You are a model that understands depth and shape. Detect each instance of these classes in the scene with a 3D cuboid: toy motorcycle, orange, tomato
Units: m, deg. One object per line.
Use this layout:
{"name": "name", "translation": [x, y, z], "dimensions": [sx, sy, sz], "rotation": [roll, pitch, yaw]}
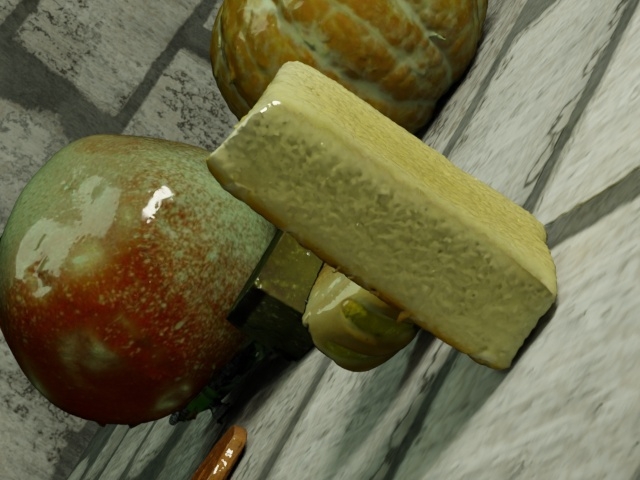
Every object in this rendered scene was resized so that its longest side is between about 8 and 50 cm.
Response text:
{"name": "toy motorcycle", "translation": [-0.109, 0.142, 1.578], "dimensions": [0.106, 0.074, 0.190], "rotation": [-50, 3, -33]}
{"name": "orange", "translation": [0.035, -0.232, 1.539], "dimensions": [0.329, 0.249, 0.329], "rotation": [-47, 11, 12]}
{"name": "tomato", "translation": [-0.195, 0.030, 1.471], "dimensions": [0.303, 0.239, 0.303], "rotation": [-31, 36, 26]}

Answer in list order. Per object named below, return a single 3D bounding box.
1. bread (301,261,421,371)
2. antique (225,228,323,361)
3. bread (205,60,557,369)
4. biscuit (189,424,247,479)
{"name": "bread", "translation": [0.058, 0.007, 0.955], "dimensions": [0.094, 0.083, 0.157], "rotation": [-46, 14, 44]}
{"name": "antique", "translation": [0.000, 0.000, 1.384], "dimensions": [0.080, 0.081, 0.221], "rotation": [-46, 13, 52]}
{"name": "bread", "translation": [0.035, -0.018, 0.794], "dimensions": [0.068, 0.188, 0.125], "rotation": [-55, 5, 16]}
{"name": "biscuit", "translation": [-0.105, 0.223, 1.336], "dimensions": [0.130, 0.019, 0.102], "rotation": [-54, 7, 20]}
